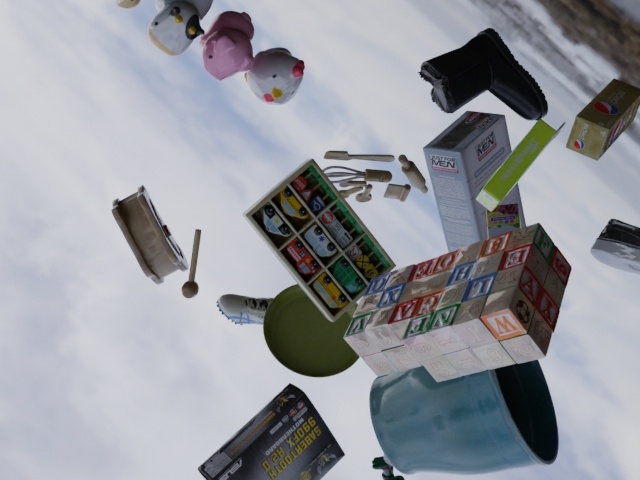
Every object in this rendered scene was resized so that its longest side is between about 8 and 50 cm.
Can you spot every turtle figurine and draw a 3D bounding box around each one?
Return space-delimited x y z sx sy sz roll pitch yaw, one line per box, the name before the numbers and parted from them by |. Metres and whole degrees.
turtle figurine | 0.191 0.677 2.472 0.175 0.118 0.234 30 142 44

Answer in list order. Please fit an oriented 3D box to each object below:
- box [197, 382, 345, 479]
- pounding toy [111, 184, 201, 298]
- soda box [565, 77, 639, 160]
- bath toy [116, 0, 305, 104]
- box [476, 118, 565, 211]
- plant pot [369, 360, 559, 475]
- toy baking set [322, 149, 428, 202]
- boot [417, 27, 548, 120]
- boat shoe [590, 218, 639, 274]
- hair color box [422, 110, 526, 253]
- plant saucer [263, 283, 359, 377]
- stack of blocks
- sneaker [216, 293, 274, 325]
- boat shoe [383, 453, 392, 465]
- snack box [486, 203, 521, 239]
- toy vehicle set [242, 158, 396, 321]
box | -0.085 0.402 1.727 0.056 0.231 0.183 24 149 53
pounding toy | -0.328 -0.002 2.068 0.269 0.155 0.154 62 180 -2
soda box | 0.466 -0.200 1.549 0.058 0.061 0.181 27 -139 22
bath toy | -0.161 -0.333 1.559 0.348 0.151 0.129 32 166 -31
box | 0.344 -0.136 1.643 0.042 0.178 0.109 39 176 7
plant pot | 0.232 0.282 1.626 0.271 0.255 0.271 45 -148 -40
toy baking set | 0.109 -0.124 1.940 0.256 0.197 0.030 51 -148 -61
boot | 0.354 -0.326 2.084 0.246 0.207 0.094 55 160 3
boat shoe | 0.665 0.023 1.809 0.113 0.105 0.306 36 170 -33
hair color box | 0.378 -0.100 2.268 0.114 0.185 0.374 14 133 42
plant saucer | -0.013 0.209 2.179 0.241 0.241 0.037 47 154 19
stack of blocks | 0.176 0.100 1.294 0.087 0.297 0.171 50 -136 -21
sneaker | -0.137 0.164 2.270 0.237 0.086 0.085 17 -140 -31
boat shoe | 0.217 0.409 2.160 0.080 0.228 0.076 27 -165 -10
snack box | 0.368 0.061 1.859 0.174 0.070 0.207 71 -161 -45
toy vehicle set | 0.000 0.000 1.774 0.267 0.166 0.035 51 168 -15
